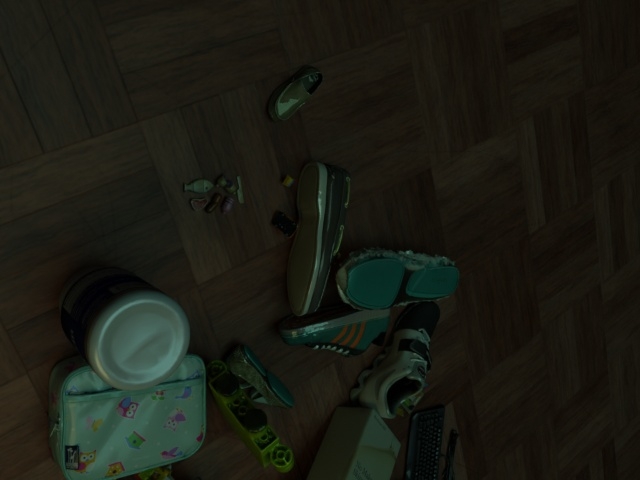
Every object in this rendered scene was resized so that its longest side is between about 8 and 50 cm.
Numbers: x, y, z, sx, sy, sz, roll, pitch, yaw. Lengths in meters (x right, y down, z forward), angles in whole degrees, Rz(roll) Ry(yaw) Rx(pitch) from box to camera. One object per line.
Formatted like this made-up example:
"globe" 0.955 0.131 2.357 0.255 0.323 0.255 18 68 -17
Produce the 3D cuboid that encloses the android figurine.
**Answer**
"android figurine" -0.142 0.348 1.202 0.056 0.248 0.273 -36 156 -19

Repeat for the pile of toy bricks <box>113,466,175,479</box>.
"pile of toy bricks" -0.384 0.492 1.144 0.212 0.105 0.118 -49 169 1

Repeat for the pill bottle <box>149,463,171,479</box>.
"pill bottle" -0.318 0.480 1.216 0.043 0.043 0.083 1 99 -36

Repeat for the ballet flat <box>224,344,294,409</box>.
"ballet flat" -0.134 0.300 1.311 0.067 0.073 0.206 -33 118 5

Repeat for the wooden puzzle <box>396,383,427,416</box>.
"wooden puzzle" 0.239 0.415 1.629 0.078 0.014 0.116 45 73 -34

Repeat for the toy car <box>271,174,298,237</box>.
"toy car" -0.058 -0.070 1.285 0.040 0.060 0.122 0 109 -68

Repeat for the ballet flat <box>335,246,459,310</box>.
"ballet flat" 0.156 0.082 1.419 0.408 0.147 0.147 7 96 -44

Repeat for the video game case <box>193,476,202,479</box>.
"video game case" -0.320 0.596 1.199 0.274 0.026 0.196 -36 146 -24

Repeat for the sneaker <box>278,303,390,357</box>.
"sneaker" 0.041 0.213 1.382 0.302 0.108 0.121 -6 100 -36

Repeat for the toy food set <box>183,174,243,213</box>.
"toy food set" -0.202 -0.086 1.196 0.122 0.019 0.078 -17 110 -32

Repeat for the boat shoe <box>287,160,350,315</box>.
"boat shoe" 0.000 0.000 1.306 0.096 0.116 0.325 6 91 -34

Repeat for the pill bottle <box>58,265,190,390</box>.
"pill bottle" -0.328 0.127 0.997 0.153 0.264 0.153 -8 104 -33

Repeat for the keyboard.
"keyboard" 0.316 0.611 1.716 0.201 0.033 0.317 -3 102 -36

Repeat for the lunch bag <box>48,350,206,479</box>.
"lunch bag" -0.347 0.302 1.117 0.279 0.107 0.224 -2 101 -36

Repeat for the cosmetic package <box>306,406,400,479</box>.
"cosmetic package" 0.060 0.552 1.397 0.160 0.113 0.309 54 45 -30

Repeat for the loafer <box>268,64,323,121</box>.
"loafer" -0.049 -0.299 1.244 0.056 0.050 0.148 46 72 -33

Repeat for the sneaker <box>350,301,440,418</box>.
"sneaker" 0.224 0.296 1.514 0.122 0.146 0.331 46 71 -32
